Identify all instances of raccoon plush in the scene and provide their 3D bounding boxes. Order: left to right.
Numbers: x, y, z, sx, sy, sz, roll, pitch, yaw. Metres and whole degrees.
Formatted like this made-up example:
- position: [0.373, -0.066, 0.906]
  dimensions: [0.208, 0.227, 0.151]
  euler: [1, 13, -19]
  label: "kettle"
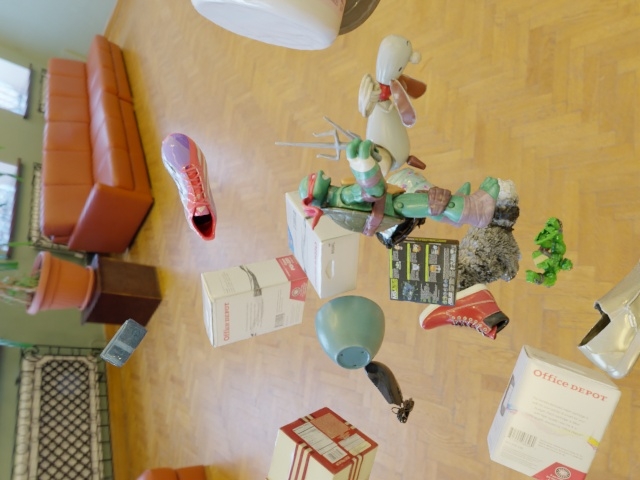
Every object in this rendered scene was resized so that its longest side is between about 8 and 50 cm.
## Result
- position: [0.522, 0.018, 1.513]
  dimensions: [0.216, 0.299, 0.446]
  euler: [35, 143, 60]
  label: "raccoon plush"

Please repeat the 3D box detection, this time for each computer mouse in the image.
- position: [0.289, 0.593, 1.736]
  dimensions: [0.072, 0.188, 0.272]
  euler: [-46, 73, 18]
  label: "computer mouse"

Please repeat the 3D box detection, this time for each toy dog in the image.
- position: [0.190, -0.279, 0.990]
  dimensions: [0.161, 0.333, 0.220]
  euler: [15, 61, 12]
  label: "toy dog"

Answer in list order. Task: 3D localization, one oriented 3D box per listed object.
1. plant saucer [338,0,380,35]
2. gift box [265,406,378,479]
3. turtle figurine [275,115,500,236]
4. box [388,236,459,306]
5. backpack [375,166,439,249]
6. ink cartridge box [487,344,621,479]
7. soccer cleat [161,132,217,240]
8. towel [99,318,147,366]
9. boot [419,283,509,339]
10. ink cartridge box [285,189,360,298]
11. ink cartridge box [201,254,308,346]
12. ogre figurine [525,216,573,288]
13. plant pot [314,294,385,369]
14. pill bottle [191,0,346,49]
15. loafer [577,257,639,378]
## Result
- position: [0.004, -0.485, 0.693]
  dimensions: [0.041, 0.278, 0.277]
  euler: [31, 102, 50]
  label: "plant saucer"
- position: [0.005, 0.696, 1.238]
  dimensions: [0.276, 0.255, 0.258]
  euler: [25, 107, 43]
  label: "gift box"
- position: [0.064, -0.062, 0.481]
  dimensions: [0.175, 0.234, 0.118]
  euler: [-88, 10, -70]
  label: "turtle figurine"
- position: [0.282, 0.085, 1.170]
  dimensions: [0.184, 0.045, 0.190]
  euler: [4, 114, 23]
  label: "box"
- position: [0.203, -0.085, 1.034]
  dimensions: [0.115, 0.152, 0.182]
  euler: [41, 146, 17]
  label: "backpack"
- position: [0.610, 0.470, 1.134]
  dimensions: [0.226, 0.131, 0.306]
  euler: [19, 98, 16]
  label: "ink cartridge box"
- position: [-0.265, -0.107, 0.891]
  dimensions: [0.095, 0.083, 0.248]
  euler: [55, 157, 39]
  label: "soccer cleat"
- position: [-0.530, 0.278, 1.148]
  dimensions: [0.119, 0.067, 0.029]
  euler: [-57, 13, -14]
  label: "towel"
- position: [0.442, 0.253, 1.313]
  dimensions: [0.244, 0.088, 0.176]
  euler: [-27, 41, 7]
  label: "boot"
- position: [0.000, 0.000, 1.731]
  dimensions: [0.395, 0.166, 0.285]
  euler: [-125, 28, -49]
  label: "ink cartridge box"
- position: [-0.150, 0.135, 0.957]
  dimensions: [0.092, 0.218, 0.158]
  euler: [52, 144, 42]
  label: "ink cartridge box"
- position: [0.630, 0.044, 1.169]
  dimensions: [0.097, 0.118, 0.196]
  euler: [-17, 49, 42]
  label: "ogre figurine"
- position: [0.122, 0.389, 1.674]
  dimensions: [0.290, 0.290, 0.195]
  euler: [-49, 22, 26]
  label: "plant pot"
- position: [-0.029, -0.378, 0.443]
  dimensions: [0.169, 0.169, 0.301]
  euler: [28, 109, 48]
  label: "pill bottle"
- position: [0.564, 0.120, 0.781]
  dimensions: [0.092, 0.102, 0.268]
  euler: [23, 95, 20]
  label: "loafer"
